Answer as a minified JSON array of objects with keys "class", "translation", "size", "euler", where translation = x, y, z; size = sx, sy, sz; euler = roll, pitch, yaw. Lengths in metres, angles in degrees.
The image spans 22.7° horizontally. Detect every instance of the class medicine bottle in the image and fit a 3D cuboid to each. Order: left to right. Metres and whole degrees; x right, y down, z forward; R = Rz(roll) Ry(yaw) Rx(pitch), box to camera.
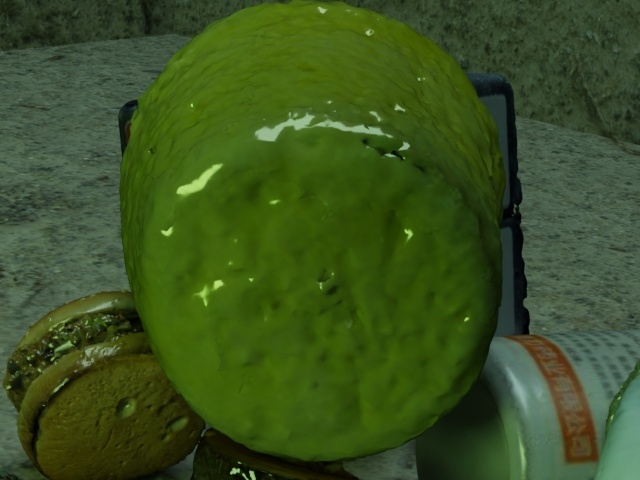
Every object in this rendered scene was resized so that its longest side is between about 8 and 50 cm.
[{"class":"medicine bottle","translation":[0.290,0.184,1.422],"size":[0.371,0.211,0.211],"euler":[-1,18,-22]}]

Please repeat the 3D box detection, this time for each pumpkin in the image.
[{"class":"pumpkin","translation":[-0.021,0.239,1.273],"size":[0.126,0.131,0.248],"euler":[3,10,-41]}]

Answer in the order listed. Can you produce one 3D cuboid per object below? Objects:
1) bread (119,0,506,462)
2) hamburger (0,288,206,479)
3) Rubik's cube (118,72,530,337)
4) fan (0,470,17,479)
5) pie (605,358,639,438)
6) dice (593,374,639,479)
[{"class":"bread","translation":[0.000,0.000,1.318],"size":[0.348,0.348,0.308],"euler":[5,25,-7]},{"class":"hamburger","translation":[-0.201,0.129,1.444],"size":[0.191,0.182,0.118],"euler":[10,30,-38]},{"class":"Rubik's cube","translation":[0.005,-0.014,1.713],"size":[0.318,0.316,0.313],"euler":[1,9,40]},{"class":"fan","translation":[-0.305,0.221,1.426],"size":[0.083,0.004,0.056],"euler":[-6,21,-37]},{"class":"pie","translation":[0.375,0.164,1.264],"size":[0.274,0.257,0.105],"euler":[35,8,8]},{"class":"dice","translation":[0.317,0.251,1.119],"size":[0.268,0.263,0.264],"euler":[13,17,14]}]
